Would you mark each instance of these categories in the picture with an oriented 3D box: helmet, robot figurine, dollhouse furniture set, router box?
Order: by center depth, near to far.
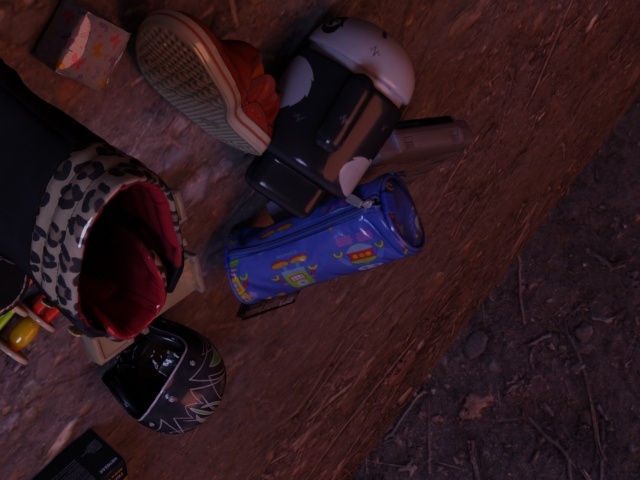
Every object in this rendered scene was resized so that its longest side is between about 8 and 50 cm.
[{"bbox_3d":[-0.258,0.030,1.274,0.182,0.101,0.161,-37,130,-37],"label":"dollhouse furniture set"},{"bbox_3d":[0.008,-0.171,1.385,0.278,0.209,0.173,-56,142,2],"label":"robot figurine"},{"bbox_3d":[-0.216,0.202,1.469,0.169,0.161,0.169,-44,155,-26],"label":"helmet"},{"bbox_3d":[-0.423,0.465,1.534,0.309,0.081,0.243,-42,155,-29],"label":"router box"}]

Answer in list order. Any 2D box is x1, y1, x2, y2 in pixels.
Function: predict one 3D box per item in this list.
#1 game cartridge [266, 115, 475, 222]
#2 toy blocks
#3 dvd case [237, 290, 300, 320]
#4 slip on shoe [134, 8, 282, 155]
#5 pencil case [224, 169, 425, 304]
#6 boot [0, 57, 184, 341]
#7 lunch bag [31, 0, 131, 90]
[{"bbox_3d":[0.092,-0.119,1.650,0.230,0.068,0.355,-39,168,30],"label":"game cartridge"},{"bbox_3d":[-0.332,0.064,1.180,0.148,0.054,0.123,-51,158,-8],"label":"toy blocks"},{"bbox_3d":[-0.052,0.031,1.751,0.164,0.018,0.221,-15,136,-56],"label":"dvd case"},{"bbox_3d":[-0.120,-0.195,1.175,0.101,0.123,0.331,-67,163,-6],"label":"slip on shoe"},{"bbox_3d":[0.000,0.000,1.482,0.306,0.119,0.133,-19,150,23],"label":"pencil case"},{"bbox_3d":[-0.263,-0.004,0.914,0.138,0.284,0.377,-37,151,-37],"label":"boot"},{"bbox_3d":[-0.235,-0.193,1.013,0.083,0.053,0.071,18,104,-57],"label":"lunch bag"}]
